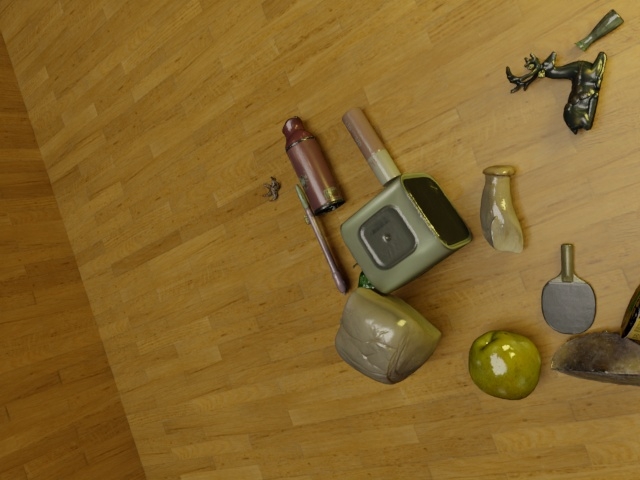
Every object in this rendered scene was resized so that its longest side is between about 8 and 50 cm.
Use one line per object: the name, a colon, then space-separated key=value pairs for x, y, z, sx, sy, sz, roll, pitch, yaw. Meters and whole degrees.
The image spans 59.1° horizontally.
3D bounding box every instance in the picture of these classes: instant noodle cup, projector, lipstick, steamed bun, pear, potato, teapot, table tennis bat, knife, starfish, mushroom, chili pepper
instant noodle cup: x=0.807 y=0.189 z=1.352 sx=0.122 sy=0.151 sz=0.152 roll=24 pitch=111 yaw=18
projector: x=0.245 y=-0.024 z=1.620 sx=0.249 sy=0.248 sz=0.248 roll=-39 pitch=76 yaw=32
lipstick: x=0.157 y=-0.289 z=1.743 sx=0.070 sy=0.070 sz=0.255 roll=-37 pitch=77 yaw=32
steamed bun: x=0.183 y=0.290 z=1.622 sx=0.247 sy=0.383 sz=0.236 roll=36 pitch=95 yaw=27
pear: x=0.505 y=0.340 z=1.553 sx=0.198 sy=0.198 sz=0.199 roll=6 pitch=101 yaw=33
potato: x=0.749 y=0.308 z=1.455 sx=0.261 sy=0.100 sz=0.121 roll=-6 pitch=56 yaw=48
teapot: x=0.679 y=-0.510 z=1.380 sx=0.110 sy=0.042 sz=0.043 roll=-41 pitch=75 yaw=36
table tennis bat: x=0.660 y=0.132 z=1.508 sx=0.138 sy=0.022 sz=0.247 roll=0 pitch=99 yaw=34
knife: x=-0.001 y=0.000 z=1.864 sx=0.038 sy=0.132 sz=0.399 roll=-25 pitch=90 yaw=6
starfish: x=-0.177 y=-0.180 z=2.010 sx=0.091 sy=0.028 sz=0.078 roll=-39 pitch=70 yaw=35
mushroom: x=0.488 y=-0.082 z=1.545 sx=0.108 sy=0.096 sz=0.247 roll=-5 pitch=93 yaw=59
chili pepper: x=0.147 y=0.193 z=1.828 sx=0.100 sy=0.074 sz=0.257 roll=18 pitch=108 yaw=30

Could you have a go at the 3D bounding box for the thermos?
thermos: x=-0.035 y=-0.251 z=1.868 sx=0.109 sy=0.136 sz=0.331 roll=-25 pitch=83 yaw=6

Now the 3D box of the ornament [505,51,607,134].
ornament: x=0.586 y=-0.382 z=1.441 sx=0.235 sy=0.080 sz=0.203 roll=14 pitch=103 yaw=29
